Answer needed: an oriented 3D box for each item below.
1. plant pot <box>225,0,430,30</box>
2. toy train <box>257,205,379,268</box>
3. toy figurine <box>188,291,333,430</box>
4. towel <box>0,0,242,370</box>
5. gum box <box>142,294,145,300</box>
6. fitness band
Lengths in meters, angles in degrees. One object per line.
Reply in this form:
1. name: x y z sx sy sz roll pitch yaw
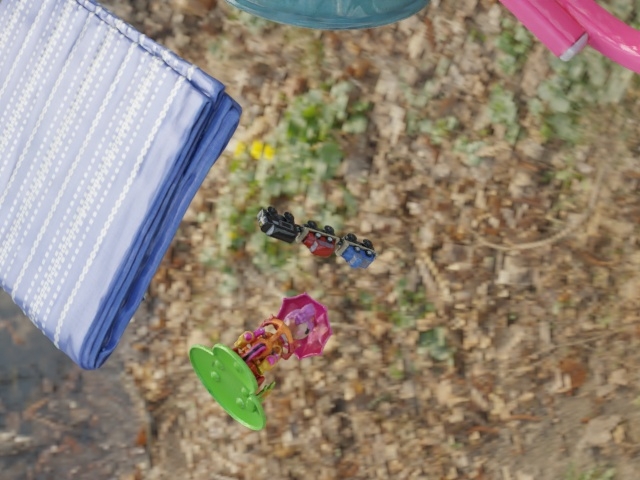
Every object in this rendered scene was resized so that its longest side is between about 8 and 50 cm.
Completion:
1. plant pot: 0.012 -0.522 1.916 0.341 0.341 0.334 28 132 29
2. toy train: 0.000 0.000 1.536 0.027 0.158 0.036 -50 33 37
3. toy figurine: -0.054 0.121 1.617 0.159 0.173 0.130 -41 78 -23
4. towel: -0.208 -0.072 1.104 0.336 0.040 0.243 37 103 44
5. gum box: -0.260 -0.029 1.616 0.041 0.157 0.184 -21 30 2
6. fitness band: 0.184 -0.234 1.036 0.291 0.209 0.054 44 76 -2
